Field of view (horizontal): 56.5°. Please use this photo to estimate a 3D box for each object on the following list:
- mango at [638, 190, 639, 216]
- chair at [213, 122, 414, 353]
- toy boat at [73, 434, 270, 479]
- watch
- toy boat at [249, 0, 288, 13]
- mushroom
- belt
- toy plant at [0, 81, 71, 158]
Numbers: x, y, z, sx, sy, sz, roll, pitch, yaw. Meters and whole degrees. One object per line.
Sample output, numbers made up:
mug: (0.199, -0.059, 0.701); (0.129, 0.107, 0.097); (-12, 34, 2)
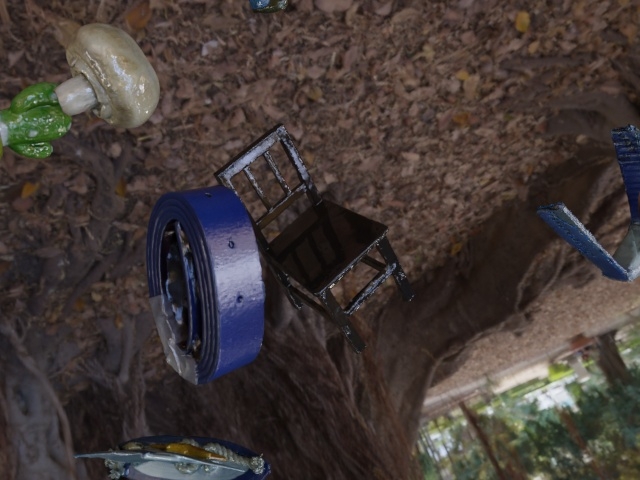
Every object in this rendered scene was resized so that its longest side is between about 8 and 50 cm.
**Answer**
mango: (0.414, -0.062, 0.589); (0.145, 0.112, 0.219); (6, 155, -26)
chair: (0.000, 0.000, 1.209); (0.203, 0.240, 0.416); (-42, 135, -16)
toy boat: (-0.183, 0.262, 0.690); (0.220, 0.067, 0.291); (1, 162, 10)
watch: (0.537, -0.029, 1.114); (0.276, 0.274, 0.068); (-40, -150, -22)
toy boat: (-0.113, -0.541, 1.252); (0.077, 0.185, 0.075); (-18, 146, 15)
mushroom: (-0.528, -0.382, 1.429); (0.234, 0.260, 0.254); (-39, 145, -27)
belt: (-0.212, 0.078, 1.076); (0.212, 0.347, 0.117); (6, -165, 40)
toy plant: (-0.789, -0.285, 1.527); (0.316, 0.184, 0.224); (-26, 149, -39)
